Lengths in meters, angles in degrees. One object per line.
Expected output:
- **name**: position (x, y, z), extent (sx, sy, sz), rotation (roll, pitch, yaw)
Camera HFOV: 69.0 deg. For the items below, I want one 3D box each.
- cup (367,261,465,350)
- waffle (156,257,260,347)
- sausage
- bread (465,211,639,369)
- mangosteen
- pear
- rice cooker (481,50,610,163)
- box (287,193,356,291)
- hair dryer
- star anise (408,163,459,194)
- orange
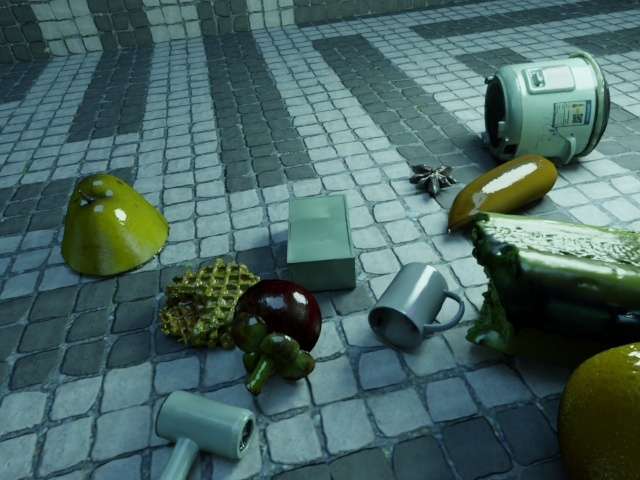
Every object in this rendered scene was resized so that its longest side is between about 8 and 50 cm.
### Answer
- **cup**: position (0.170, 0.121, 0.806), extent (0.136, 0.099, 0.133), rotation (28, 47, 18)
- **waffle**: position (-0.201, 0.116, 0.871), extent (0.193, 0.070, 0.197), rotation (16, 43, 24)
- **sausage**: position (0.398, -0.104, 1.056), extent (0.328, 0.112, 0.112), rotation (-26, 43, -21)
- **bread**: position (0.422, 0.089, 0.724), extent (0.377, 0.208, 0.251), rotation (6, 33, 13)
- **mangosteen**: position (-0.071, 0.146, 0.748), extent (0.156, 0.145, 0.181), rotation (19, 26, 0)
- **pear**: position (-0.477, -0.062, 1.044), extent (0.267, 0.178, 0.267), rotation (0, 36, 0)
- **rice cooker**: position (0.581, -0.334, 1.197), extent (0.317, 0.264, 0.316), rotation (-4, 61, 6)
- **box**: position (0.000, 0.000, 0.980), extent (0.130, 0.086, 0.225), rotation (-5, 39, 2)
- **hair dryer**: position (-0.190, 0.321, 0.619), extent (0.131, 0.073, 0.236), rotation (10, 44, 16)
- **star anise**: position (0.281, -0.148, 1.155), extent (0.124, 0.056, 0.129), rotation (4, 39, 10)
- **orange**: position (0.392, 0.232, 0.534), extent (0.236, 0.236, 0.236), rotation (-3, 39, 3)
